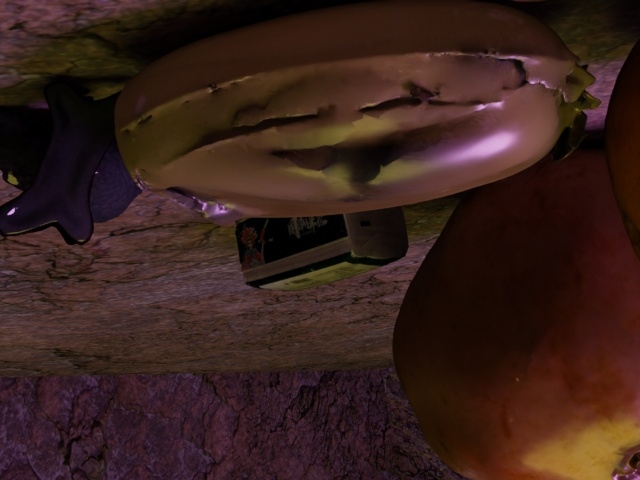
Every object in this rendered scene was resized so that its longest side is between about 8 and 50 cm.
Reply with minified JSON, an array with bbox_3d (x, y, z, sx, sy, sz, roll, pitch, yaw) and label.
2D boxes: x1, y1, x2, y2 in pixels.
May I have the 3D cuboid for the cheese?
[{"bbox_3d":[0.034,-0.086,0.825,0.316,0.128,0.259,-5,178,20],"label":"cheese"}]

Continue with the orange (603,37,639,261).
[{"bbox_3d":[0.314,-0.055,0.795,0.261,0.261,0.261,-7,169,-1],"label":"orange"}]

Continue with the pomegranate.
[{"bbox_3d":[0.284,0.084,1.229,0.412,0.411,0.411,-7,169,-1],"label":"pomegranate"}]

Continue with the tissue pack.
[{"bbox_3d":[0.001,0.000,1.286,0.170,0.090,0.103,-16,166,43],"label":"tissue pack"}]

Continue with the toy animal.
[{"bbox_3d":[-0.204,-0.050,0.923,0.117,0.121,0.210,13,174,-3],"label":"toy animal"}]
